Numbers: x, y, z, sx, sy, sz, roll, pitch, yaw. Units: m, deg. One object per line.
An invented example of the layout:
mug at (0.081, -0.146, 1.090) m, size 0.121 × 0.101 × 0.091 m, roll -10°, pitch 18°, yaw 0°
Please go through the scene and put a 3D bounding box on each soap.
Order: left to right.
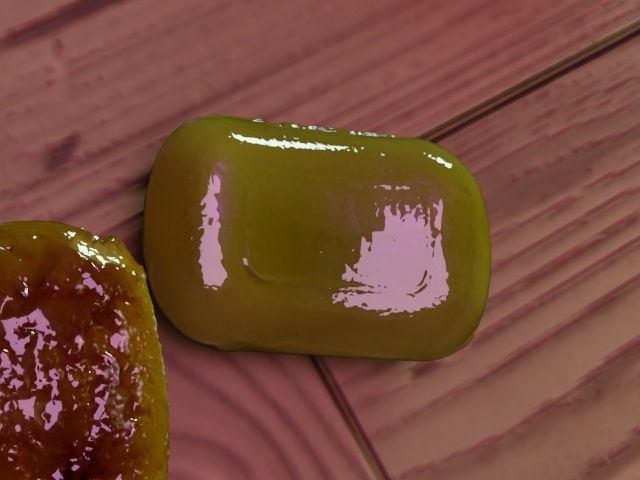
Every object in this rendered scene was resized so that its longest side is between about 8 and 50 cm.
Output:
soap at (0.000, 0.000, 0.670) m, size 0.140 × 0.045 × 0.089 m, roll 5°, pitch 73°, yaw -22°

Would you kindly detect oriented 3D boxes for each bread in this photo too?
bread at (-0.178, 0.069, 0.558) m, size 0.271 × 0.077 × 0.139 m, roll -3°, pitch 82°, yaw -27°
